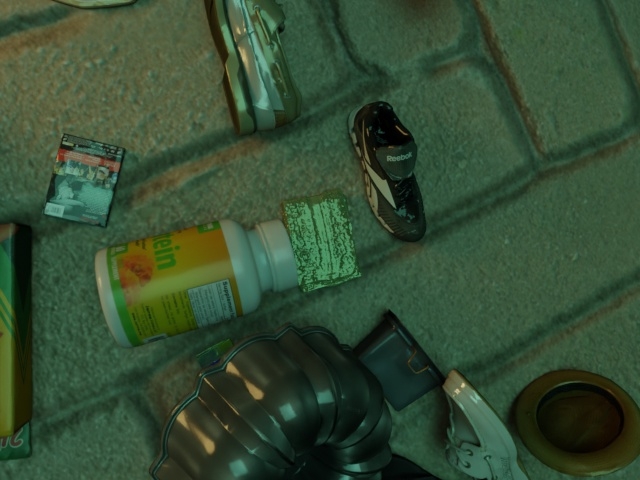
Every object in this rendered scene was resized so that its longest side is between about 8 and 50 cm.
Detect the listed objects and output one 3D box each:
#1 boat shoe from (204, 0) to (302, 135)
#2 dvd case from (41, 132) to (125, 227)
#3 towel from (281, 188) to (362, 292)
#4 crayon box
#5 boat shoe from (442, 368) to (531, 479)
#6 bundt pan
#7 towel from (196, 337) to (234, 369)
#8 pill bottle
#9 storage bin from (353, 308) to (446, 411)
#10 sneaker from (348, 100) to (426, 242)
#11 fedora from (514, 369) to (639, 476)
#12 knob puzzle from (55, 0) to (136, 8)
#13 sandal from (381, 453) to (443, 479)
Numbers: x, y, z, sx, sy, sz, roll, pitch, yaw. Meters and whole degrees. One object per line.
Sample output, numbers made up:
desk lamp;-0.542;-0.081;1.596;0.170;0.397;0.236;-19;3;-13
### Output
boat shoe;-0.104;-0.312;0.758;0.103;0.113;0.303;-14;101;-14
dvd case;-0.335;-0.085;0.737;0.087;0.013;0.120;12;83;-12
towel;0.000;0.000;0.802;0.110;0.027;0.148;-13;91;-12
crayon box;-0.483;0.138;0.657;0.202;0.081;0.319;-2;88;-13
boat shoe;0.233;0.309;0.774;0.096;0.098;0.277;-32;116;-1
bundt pan;-0.033;0.279;0.655;0.330;0.124;0.331;-13;112;-35
towel;-0.141;0.193;0.768;0.060;0.009;0.083;-27;93;-12
pill bottle;-0.161;0.048;0.706;0.245;0.136;0.137;-15;90;-13
storage bin;0.117;0.190;0.790;0.091;0.098;0.135;-39;96;-1
sneaker;0.111;-0.107;0.791;0.078;0.106;0.234;-21;92;-12
fedora;0.414;0.302;0.836;0.194;0.194;0.079;-28;130;-13
knob puzzle;-0.340;-0.423;0.745;0.213;0.030;0.213;1;87;-13
sandal;0.155;0.400;0.801;0.254;0.054;0.097;21;83;-11
